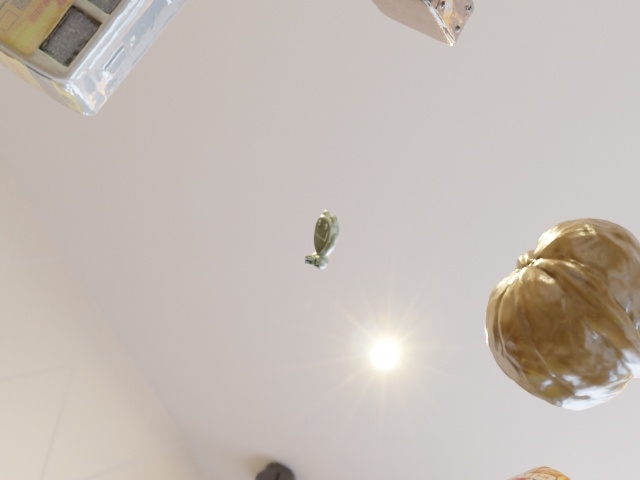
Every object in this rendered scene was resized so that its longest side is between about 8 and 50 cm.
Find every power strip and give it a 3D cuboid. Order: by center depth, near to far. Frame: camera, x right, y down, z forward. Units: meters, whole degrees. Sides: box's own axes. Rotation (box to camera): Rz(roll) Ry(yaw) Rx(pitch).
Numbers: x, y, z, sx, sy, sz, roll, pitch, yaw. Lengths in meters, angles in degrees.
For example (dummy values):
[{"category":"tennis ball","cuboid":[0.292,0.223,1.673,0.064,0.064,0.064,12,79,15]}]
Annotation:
[{"category":"power strip","cuboid":[0.000,0.000,1.208,0.035,0.055,0.083,5,-73,-31]}]

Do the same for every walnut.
[{"category":"walnut","cuboid":[0.412,0.121,1.373,0.296,0.285,0.285,-45,-83,0]}]

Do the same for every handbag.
[{"category":"handbag","cuboid":[0.129,-0.352,1.200,0.151,0.193,0.072,30,-84,24]}]

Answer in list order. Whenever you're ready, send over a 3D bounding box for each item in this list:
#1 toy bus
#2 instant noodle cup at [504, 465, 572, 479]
[{"category":"toy bus","cuboid":[-0.160,-0.280,0.767,0.138,0.342,0.097,34,-11,12]},{"category":"instant noodle cup","cuboid":[0.214,0.381,0.953,0.250,0.192,0.250,53,-22,33]}]
